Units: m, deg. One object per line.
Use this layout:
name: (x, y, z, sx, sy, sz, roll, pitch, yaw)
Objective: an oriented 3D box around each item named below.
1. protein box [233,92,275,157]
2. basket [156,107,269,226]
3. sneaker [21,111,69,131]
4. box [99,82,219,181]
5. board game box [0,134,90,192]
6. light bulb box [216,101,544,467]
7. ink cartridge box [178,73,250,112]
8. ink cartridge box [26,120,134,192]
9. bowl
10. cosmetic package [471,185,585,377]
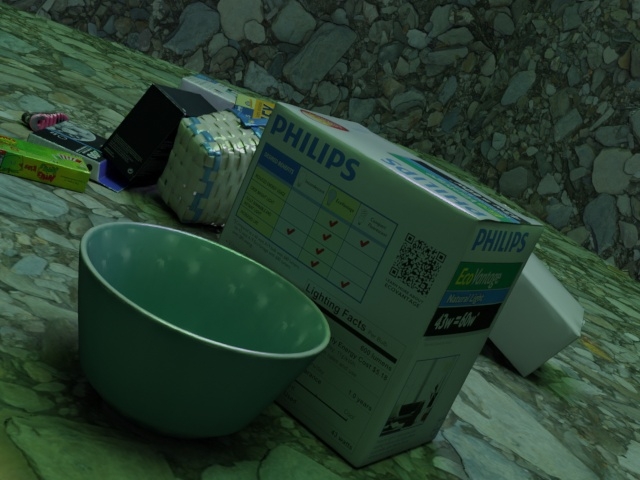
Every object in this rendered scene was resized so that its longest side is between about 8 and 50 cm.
protein box: (-0.124, -0.195, 1.933, 0.201, 0.200, 0.136, 15, 45, -9)
basket: (-0.171, -0.150, 1.747, 0.288, 0.255, 0.201, 2, 38, -39)
sneaker: (-0.609, -0.266, 1.869, 0.057, 0.047, 0.119, 19, 10, 25)
box: (-0.328, -0.226, 1.812, 0.103, 0.184, 0.261, 46, 12, 6)
board game box: (-0.528, -0.145, 1.569, 0.181, 0.043, 0.092, 15, 17, -33)
light bulb box: (0.052, 0.051, 1.189, 0.357, 0.361, 0.225, 34, 18, 30)
ink cartridge box: (-0.245, -0.277, 2.166, 0.270, 0.197, 0.198, 25, 15, -2)
ink cartridge box: (-0.478, -0.179, 1.764, 0.208, 0.045, 0.206, 26, 15, -3)
bowl: (-0.159, 0.119, 1.009, 0.311, 0.163, 0.311, 22, 15, -6)
cosmetic package: (0.369, 0.076, 1.757, 0.366, 0.155, 0.197, 51, 22, 6)
